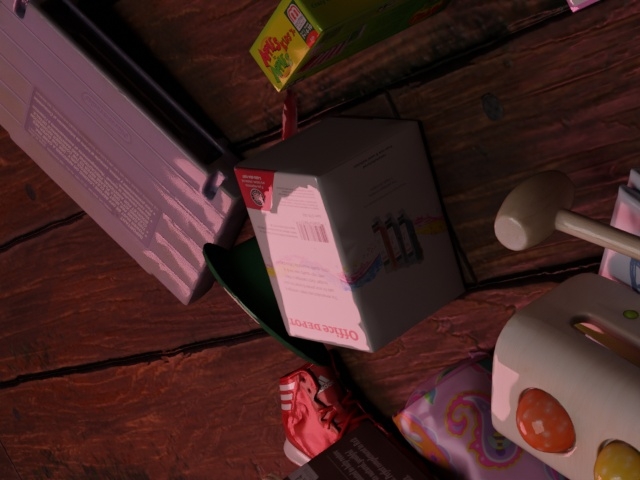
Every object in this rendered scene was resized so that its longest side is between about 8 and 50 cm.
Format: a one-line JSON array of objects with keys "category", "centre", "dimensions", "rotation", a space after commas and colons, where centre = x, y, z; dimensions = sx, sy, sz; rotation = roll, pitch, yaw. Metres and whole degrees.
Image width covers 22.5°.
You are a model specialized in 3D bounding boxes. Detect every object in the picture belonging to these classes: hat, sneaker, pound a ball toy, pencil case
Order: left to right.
[{"category": "hat", "centre": [0.000, 0.000, 1.600], "dimensions": [0.173, 0.183, 0.208], "rotation": [48, -172, 30]}, {"category": "sneaker", "centre": [0.023, 0.193, 1.664], "dimensions": [0.221, 0.087, 0.128], "rotation": [15, 128, 47]}, {"category": "pencil case", "centre": [0.186, 0.237, 1.451], "dimensions": [0.284, 0.124, 0.124], "rotation": [55, 147, 7]}, {"category": "pound a ball toy", "centre": [0.239, 0.111, 1.186], "dimensions": [0.319, 0.136, 0.208], "rotation": [32, 139, 37]}]

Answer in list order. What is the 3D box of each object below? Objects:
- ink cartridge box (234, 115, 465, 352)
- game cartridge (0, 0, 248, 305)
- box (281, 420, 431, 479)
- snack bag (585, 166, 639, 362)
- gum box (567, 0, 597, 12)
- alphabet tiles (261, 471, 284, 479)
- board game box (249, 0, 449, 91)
[{"category": "ink cartridge box", "centre": [0.028, -0.007, 1.456], "dimensions": [0.128, 0.127, 0.176], "rotation": [9, 122, 50]}, {"category": "game cartridge", "centre": [-0.228, -0.111, 1.763], "dimensions": [0.355, 0.068, 0.230], "rotation": [44, 148, 11]}, {"category": "box", "centre": [0.114, 0.375, 1.518], "dimensions": [0.381, 0.143, 0.191], "rotation": [56, 173, -21]}, {"category": "snack bag", "centre": [0.339, 0.149, 1.240], "dimensions": [0.342, 0.037, 0.323], "rotation": [38, 142, 32]}, {"category": "gum box", "centre": [0.234, -0.215, 1.027], "dimensions": [0.188, 0.107, 0.062], "rotation": [-20, 98, 57]}, {"category": "alphabet tiles", "centre": [0.050, 0.360, 1.752], "dimensions": [0.284, 0.021, 0.278], "rotation": [34, 155, 19]}, {"category": "board game box", "centre": [0.039, -0.187, 1.248], "dimensions": [0.043, 0.181, 0.092], "rotation": [55, 147, 8]}]
